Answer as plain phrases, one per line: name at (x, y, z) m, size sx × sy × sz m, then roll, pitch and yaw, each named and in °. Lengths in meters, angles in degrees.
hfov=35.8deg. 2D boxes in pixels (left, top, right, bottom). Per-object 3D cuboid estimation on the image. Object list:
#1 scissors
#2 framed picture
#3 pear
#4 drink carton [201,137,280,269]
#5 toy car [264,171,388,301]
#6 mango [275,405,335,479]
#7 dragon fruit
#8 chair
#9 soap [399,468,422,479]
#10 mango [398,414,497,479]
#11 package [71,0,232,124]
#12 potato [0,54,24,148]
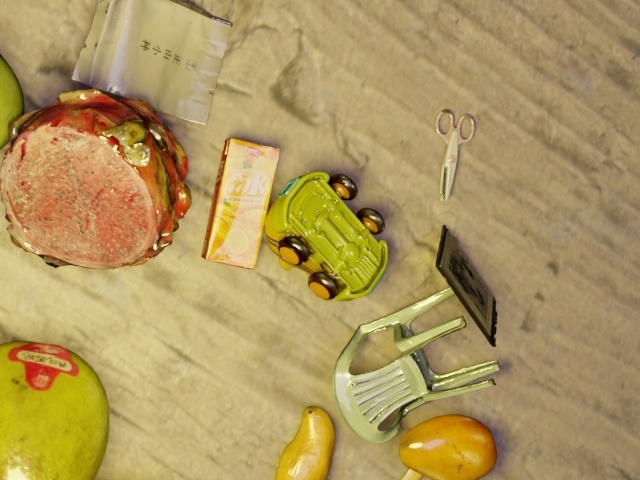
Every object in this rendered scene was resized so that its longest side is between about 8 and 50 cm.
scissors at (0.252, -0.163, 1.922) m, size 0.085 × 0.022 × 0.176 m, roll 11°, pitch 86°, yaw -19°
framed picture at (0.279, 0.080, 1.863) m, size 0.010 × 0.199 × 0.195 m, roll -30°, pitch 104°, yaw 22°
pear at (-0.478, 0.328, 1.565) m, size 0.287 × 0.375 × 0.287 m, roll -6°, pitch 127°, yaw -9°
drink carton at (-0.146, -0.066, 1.785) m, size 0.096 × 0.071 × 0.223 m, roll 13°, pitch 88°, yaw -15°
toy car at (0.000, 0.000, 1.792) m, size 0.248 × 0.142 × 0.200 m, roll 51°, pitch 55°, yaw -15°
mango at (-0.026, 0.405, 1.837) m, size 0.098 × 0.075 × 0.190 m, roll 26°, pitch 78°, yaw -21°
dragon fruit at (-0.360, -0.130, 1.635) m, size 0.314 × 0.263 × 0.296 m, roll 1°, pitch 125°, yaw 17°
chair at (0.172, 0.235, 1.835) m, size 0.274 × 0.190 × 0.203 m, roll -26°, pitch 99°, yaw 15°
soap at (0.169, 0.469, 1.926) m, size 0.089 × 0.012 × 0.034 m, roll -46°, pitch 103°, yaw -10°
mango at (0.239, 0.396, 1.873) m, size 0.219 × 0.112 × 0.145 m, roll 13°, pitch 120°, yaw -36°
package at (-0.293, -0.335, 1.744) m, size 0.250 × 0.062 × 0.204 m, roll 18°, pitch 87°, yaw -29°
potato at (-0.614, -0.255, 1.574) m, size 0.304 × 0.216 × 0.216 m, roll 35°, pitch 82°, yaw -1°
